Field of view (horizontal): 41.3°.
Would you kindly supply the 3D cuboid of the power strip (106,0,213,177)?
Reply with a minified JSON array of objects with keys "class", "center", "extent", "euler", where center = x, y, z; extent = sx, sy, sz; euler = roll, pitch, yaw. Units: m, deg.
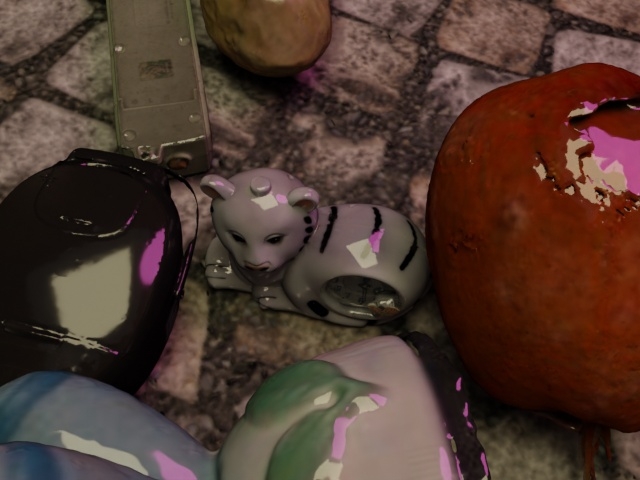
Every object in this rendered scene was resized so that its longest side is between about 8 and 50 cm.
[{"class":"power strip","center":[-0.148,-0.167,0.757],"extent":[0.078,0.052,0.272],"euler":[-8,58,-8]}]

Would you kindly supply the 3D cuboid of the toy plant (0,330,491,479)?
[{"class":"toy plant","center":[-0.089,0.174,0.439],"extent":[0.332,0.247,0.247],"euler":[-4,59,-9]}]

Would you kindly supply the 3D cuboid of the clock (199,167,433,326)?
[{"class":"clock","center":[0.000,0.001,0.624],"extent":[0.176,0.117,0.080],"euler":[11,59,3]}]

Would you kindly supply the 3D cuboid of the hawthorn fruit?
[{"class":"hawthorn fruit","center":[0.174,0.038,0.568],"extent":[0.211,0.211,0.298],"euler":[-1,89,-4]}]

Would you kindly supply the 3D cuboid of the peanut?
[{"class":"peanut","center":[-0.046,-0.241,0.768],"extent":[0.129,0.129,0.224],"euler":[1,67,-3]}]

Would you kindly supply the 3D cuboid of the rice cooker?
[{"class":"rice cooker","center":[-0.165,0.029,0.596],"extent":[0.142,0.118,0.203],"euler":[15,60,7]}]
